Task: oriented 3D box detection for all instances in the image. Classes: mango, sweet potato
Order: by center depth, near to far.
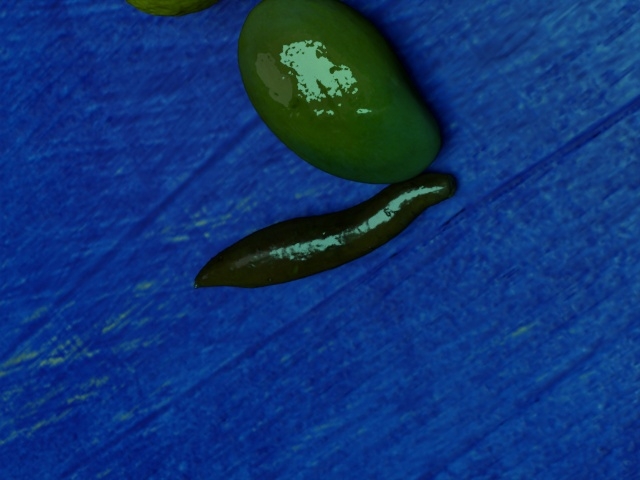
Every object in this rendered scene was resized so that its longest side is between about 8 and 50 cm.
[{"bbox_3d":[0.015,-0.123,1.121,0.195,0.092,0.130,34,115,4],"label":"mango"},{"bbox_3d":[0.001,0.001,1.182,0.265,0.057,0.057,-18,96,23],"label":"sweet potato"}]

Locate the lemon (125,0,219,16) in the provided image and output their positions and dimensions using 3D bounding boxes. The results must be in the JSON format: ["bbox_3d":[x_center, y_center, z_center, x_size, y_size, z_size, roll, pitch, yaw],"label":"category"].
[{"bbox_3d":[-0.110,-0.265,1.107,0.187,0.142,0.142,-35,88,27],"label":"lemon"}]
